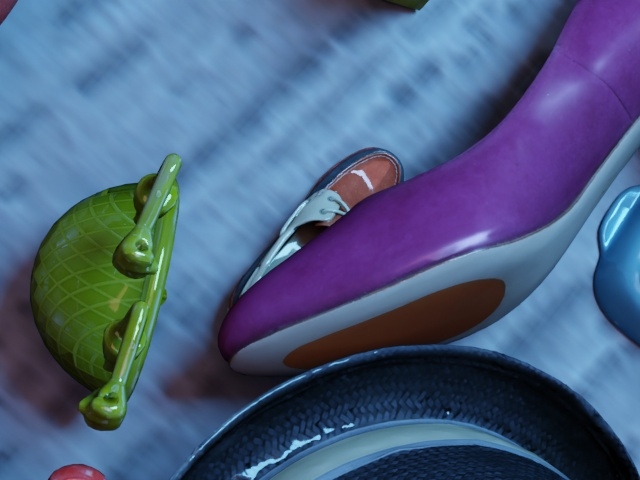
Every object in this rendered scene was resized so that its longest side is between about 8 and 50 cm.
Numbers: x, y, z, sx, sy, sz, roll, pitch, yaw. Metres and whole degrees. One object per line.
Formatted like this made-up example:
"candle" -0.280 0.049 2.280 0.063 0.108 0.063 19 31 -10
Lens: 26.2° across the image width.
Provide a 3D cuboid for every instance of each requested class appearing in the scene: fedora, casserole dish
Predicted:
"fedora" 0.065 0.206 0.651 0.334 0.152 0.334 0 90 -27
"casserole dish" 0.249 0.034 0.801 0.188 0.037 0.114 35 79 -3

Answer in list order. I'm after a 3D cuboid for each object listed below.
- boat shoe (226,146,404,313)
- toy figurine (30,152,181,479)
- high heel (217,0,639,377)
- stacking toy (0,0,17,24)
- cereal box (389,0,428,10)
"boat shoe" 0.000 0.000 0.761 0.049 0.043 0.137 43 78 0
"toy figurine" -0.204 0.115 0.648 0.217 0.191 0.362 11 81 -3
"high heel" 0.092 -0.062 0.755 0.377 0.127 0.181 -22 69 -17
"stacking toy" -0.208 -0.232 0.661 0.350 0.350 0.480 47 62 -1
"cereal box" 0.081 -0.262 0.739 0.047 0.173 0.240 16 82 -7
